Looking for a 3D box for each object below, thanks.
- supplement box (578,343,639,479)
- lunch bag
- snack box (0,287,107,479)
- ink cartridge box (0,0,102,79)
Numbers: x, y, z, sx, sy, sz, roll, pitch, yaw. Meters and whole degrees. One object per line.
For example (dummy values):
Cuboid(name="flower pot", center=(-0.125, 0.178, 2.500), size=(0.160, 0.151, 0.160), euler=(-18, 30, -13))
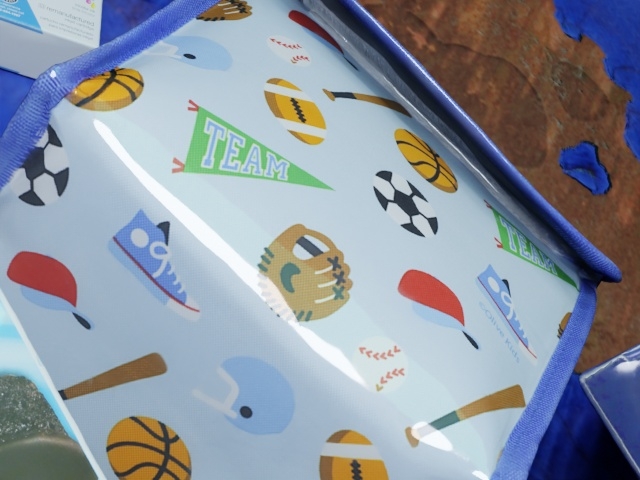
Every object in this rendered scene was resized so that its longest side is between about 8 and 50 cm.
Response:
Cuboid(name="supplement box", center=(0.306, 0.127, 0.895), size=(0.195, 0.194, 0.356), euler=(59, 8, 15))
Cuboid(name="lunch bag", center=(0.000, 0.000, 0.880), size=(0.328, 0.239, 0.385), euler=(45, 31, 0))
Cuboid(name="snack box", center=(-0.238, 0.170, 0.588), size=(0.322, 0.060, 0.187), euler=(-31, 98, -21))
Cuboid(name="ink cartridge box", center=(-0.201, -0.177, 0.985), size=(0.088, 0.052, 0.122), euler=(16, 50, -25))
